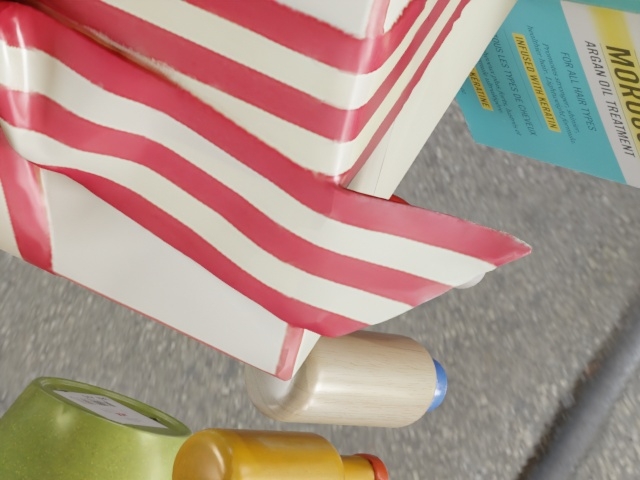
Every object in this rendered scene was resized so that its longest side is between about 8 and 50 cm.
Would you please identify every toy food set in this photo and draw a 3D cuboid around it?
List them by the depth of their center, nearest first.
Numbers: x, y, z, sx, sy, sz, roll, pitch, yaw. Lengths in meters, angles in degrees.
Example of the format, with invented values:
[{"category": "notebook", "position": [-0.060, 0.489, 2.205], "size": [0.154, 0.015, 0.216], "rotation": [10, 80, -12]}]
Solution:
[{"category": "toy food set", "position": [0.000, 0.000, 0.682], "size": [0.111, 0.104, 0.232], "rotation": [-18, 71, 39]}]

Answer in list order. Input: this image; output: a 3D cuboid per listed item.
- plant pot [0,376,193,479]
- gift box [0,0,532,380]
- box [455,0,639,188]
[{"category": "plant pot", "position": [-0.215, 0.268, 1.281], "size": [0.275, 0.275, 0.293], "rotation": [19, 92, -7]}, {"category": "gift box", "position": [-0.033, -0.131, 0.468], "size": [0.276, 0.258, 0.255], "rotation": [22, 135, 14]}, {"category": "box", "position": [0.148, -0.068, 0.635], "size": [0.060, 0.244, 0.100], "rotation": [-44, 127, -21]}]
